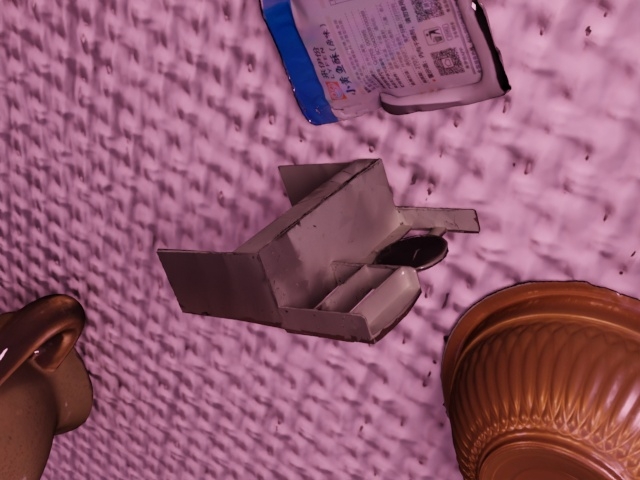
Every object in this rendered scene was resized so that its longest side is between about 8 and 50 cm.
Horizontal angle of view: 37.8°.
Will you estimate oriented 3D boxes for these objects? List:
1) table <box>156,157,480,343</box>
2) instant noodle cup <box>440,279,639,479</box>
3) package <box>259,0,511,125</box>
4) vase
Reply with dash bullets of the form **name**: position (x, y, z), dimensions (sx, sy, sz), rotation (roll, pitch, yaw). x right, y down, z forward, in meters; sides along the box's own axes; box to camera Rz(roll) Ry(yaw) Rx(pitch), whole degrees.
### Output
- **table**: position (0.000, 0.000, 0.658), dimensions (0.175, 0.146, 0.062), rotation (2, 120, 40)
- **instant noodle cup**: position (0.186, 0.166, 0.662), dimensions (0.274, 0.091, 0.274), rotation (22, 132, 27)
- **package**: position (0.025, -0.160, 0.611), dimensions (0.173, 0.027, 0.171), rotation (-1, 121, 42)
- **vase**: position (-0.372, 0.174, 1.043), dimensions (0.241, 0.302, 0.329), rotation (46, 121, 4)
